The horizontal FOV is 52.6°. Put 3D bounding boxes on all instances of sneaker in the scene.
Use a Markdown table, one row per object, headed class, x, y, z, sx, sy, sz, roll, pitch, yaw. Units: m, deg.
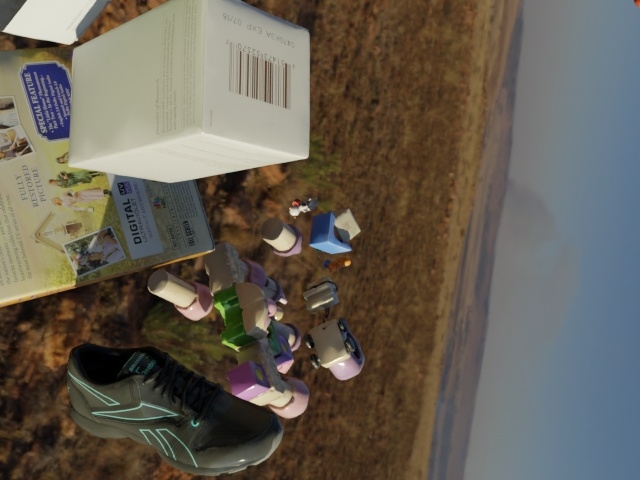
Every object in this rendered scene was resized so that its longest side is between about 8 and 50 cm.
| class | x | y | z | sx | sy | sz | roll | pitch | yaw |
| --- | --- | --- | --- | --- | --- | --- | --- | --- | --- |
| sneaker | -0.174 | 0.186 | 0.733 | 0.101 | 0.268 | 0.106 | -63 | 158 | -55 |

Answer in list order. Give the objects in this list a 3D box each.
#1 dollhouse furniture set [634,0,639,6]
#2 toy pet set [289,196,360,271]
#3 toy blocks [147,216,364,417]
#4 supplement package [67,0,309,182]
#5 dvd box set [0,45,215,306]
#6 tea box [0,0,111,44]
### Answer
| class | x | y | z | sx | sy | sz | roll | pitch | yaw |
| --- | --- | --- | --- | --- | --- | --- | --- | --- | --- |
| dollhouse furniture set | 0.360 | -0.257 | 0.467 | 0.135 | 0.259 | 0.262 | 44 | 49 | -22 |
| toy pet set | 0.000 | 0.000 | 0.929 | 0.065 | 0.114 | 0.122 | -38 | 108 | -36 |
| toy blocks | -0.074 | 0.153 | 1.073 | 0.260 | 0.309 | 0.288 | 42 | 25 | -56 |
| supplement package | -0.107 | -0.111 | 0.512 | 0.105 | 0.179 | 0.105 | 5 | 83 | -49 |
| dvd box set | -0.367 | -0.079 | 0.788 | 0.421 | 0.062 | 0.307 | -16 | 86 | -33 |
| tea box | -0.293 | -0.340 | 0.408 | 0.328 | 0.220 | 0.324 | 56 | 23 | 9 |
